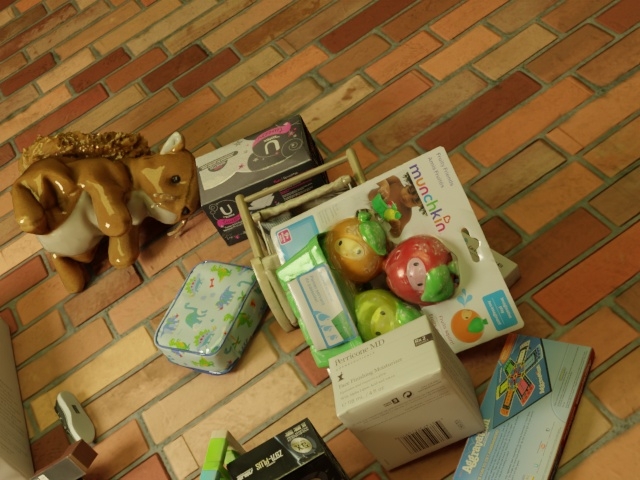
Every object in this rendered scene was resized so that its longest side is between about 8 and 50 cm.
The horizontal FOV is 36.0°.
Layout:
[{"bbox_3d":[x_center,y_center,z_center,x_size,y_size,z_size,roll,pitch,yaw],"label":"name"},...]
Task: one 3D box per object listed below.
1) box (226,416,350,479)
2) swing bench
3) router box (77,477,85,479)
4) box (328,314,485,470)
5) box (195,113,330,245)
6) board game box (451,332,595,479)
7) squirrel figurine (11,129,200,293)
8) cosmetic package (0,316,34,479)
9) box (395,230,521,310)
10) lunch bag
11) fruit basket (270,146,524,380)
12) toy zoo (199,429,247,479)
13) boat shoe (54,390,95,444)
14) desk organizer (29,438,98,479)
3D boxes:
[{"bbox_3d":[-0.038,0.382,1.525,0.147,0.180,0.077,-30,43,-2],"label":"box"},{"bbox_3d":[0.000,0.000,1.865,0.253,0.165,0.254,-23,45,5],"label":"swing bench"},{"bbox_3d":[-0.434,0.513,1.698,0.133,0.046,0.179,21,62,40],"label":"router box"},{"bbox_3d":[0.135,0.242,1.548,0.181,0.182,0.119,-27,39,14],"label":"box"},{"bbox_3d":[-0.119,-0.128,2.055,0.247,0.142,0.163,-21,45,7],"label":"box"},{"bbox_3d":[0.322,0.277,1.552,0.145,0.027,0.281,9,55,31],"label":"board game box"},{"bbox_3d":[-0.450,-0.132,2.141,0.371,0.281,0.397,-23,47,-3],"label":"squirrel figurine"},{"bbox_3d":[-0.725,0.325,1.933,0.230,0.161,0.453,-30,43,-1],"label":"cosmetic package"},{"bbox_3d":[0.242,0.083,1.760,0.186,0.038,0.145,-41,46,-14],"label":"box"},{"bbox_3d":[-0.207,0.144,1.889,0.176,0.090,0.219,6,54,30],"label":"lunch bag"},{"bbox_3d":[0.113,0.062,1.645,0.353,0.326,0.165,-25,-3,28],"label":"fruit basket"},{"bbox_3d":[-0.144,0.463,1.496,0.030,0.192,0.293,-7,48,21],"label":"toy zoo"},{"bbox_3d":[-0.470,0.346,1.875,0.040,0.049,0.142,-58,44,17],"label":"boat shoe"},{"bbox_3d":[-0.460,0.406,1.764,0.130,0.047,0.050,-33,16,35],"label":"desk organizer"}]
